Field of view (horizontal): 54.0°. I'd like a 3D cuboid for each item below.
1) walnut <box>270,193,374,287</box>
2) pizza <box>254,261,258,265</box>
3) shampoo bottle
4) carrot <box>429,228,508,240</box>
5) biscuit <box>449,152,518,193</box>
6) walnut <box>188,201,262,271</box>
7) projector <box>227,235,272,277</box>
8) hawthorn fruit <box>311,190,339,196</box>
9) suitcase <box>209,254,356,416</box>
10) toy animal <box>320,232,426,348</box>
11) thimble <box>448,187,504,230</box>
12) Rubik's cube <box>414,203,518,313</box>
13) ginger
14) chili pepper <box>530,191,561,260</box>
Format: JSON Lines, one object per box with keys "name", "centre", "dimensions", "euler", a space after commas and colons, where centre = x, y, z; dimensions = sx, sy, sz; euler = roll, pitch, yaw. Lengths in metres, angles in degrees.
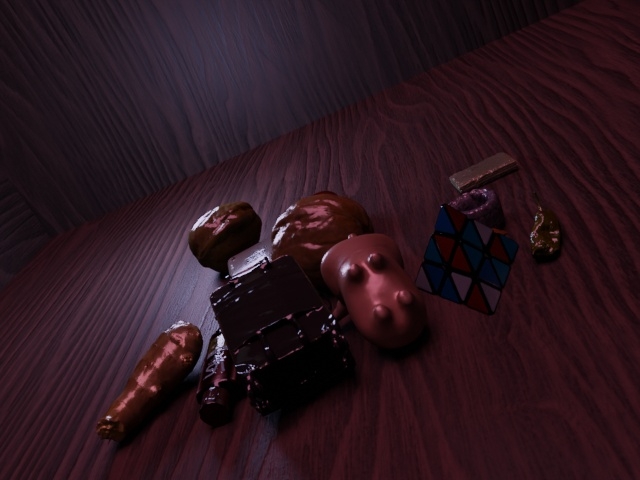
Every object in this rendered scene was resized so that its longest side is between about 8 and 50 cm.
{"name": "walnut", "centre": [-0.001, -0.001, 1.855], "dimensions": [0.312, 0.277, 0.252], "euler": [-7, -9, 28]}
{"name": "pizza", "centre": [-0.150, 0.161, 1.868], "dimensions": [0.062, 0.182, 0.161], "euler": [12, 2, 38]}
{"name": "shampoo bottle", "centre": [-0.255, 0.343, 1.634], "dimensions": [0.129, 0.084, 0.323], "euler": [-24, 24, 12]}
{"name": "carrot", "centre": [0.397, 0.002, 1.672], "dimensions": [0.205, 0.072, 0.072], "euler": [-16, 25, 17]}
{"name": "biscuit", "centre": [0.526, -0.222, 2.035], "dimensions": [0.199, 0.041, 0.121], "euler": [-26, 21, 5]}
{"name": "walnut", "centre": [-0.343, -0.013, 2.299], "dimensions": [0.283, 0.227, 0.283], "euler": [-46, -8, -9]}
{"name": "projector", "centre": [-0.178, 0.081, 2.066], "dimensions": [0.250, 0.108, 0.198], "euler": [-27, 24, -1]}
{"name": "hawthorn fruit", "centre": [0.020, -0.095, 2.160], "dimensions": [0.188, 0.169, 0.169], "euler": [-35, 24, -26]}
{"name": "suitcase", "centre": [-0.098, 0.219, 1.538], "dimensions": [0.283, 0.194, 0.434], "euler": [-27, 35, -8]}
{"name": "toy animal", "centre": [0.135, 0.119, 1.517], "dimensions": [0.237, 0.269, 0.326], "euler": [-21, 60, -6]}
{"name": "thimble", "centre": [0.433, -0.072, 1.747], "dimensions": [0.150, 0.098, 0.150], "euler": [-22, 24, 10]}
{"name": "Rubik's cube", "centre": [0.358, 0.064, 1.480], "dimensions": [0.284, 0.250, 0.234], "euler": [-19, 43, 6]}
{"name": "ginger", "centre": [-0.482, 0.369, 1.727], "dimensions": [0.375, 0.166, 0.236], "euler": [-34, 32, -30]}
{"name": "chili pepper", "centre": [0.559, -0.028, 1.558], "dimensions": [0.072, 0.073, 0.204], "euler": [3, 45, 20]}
